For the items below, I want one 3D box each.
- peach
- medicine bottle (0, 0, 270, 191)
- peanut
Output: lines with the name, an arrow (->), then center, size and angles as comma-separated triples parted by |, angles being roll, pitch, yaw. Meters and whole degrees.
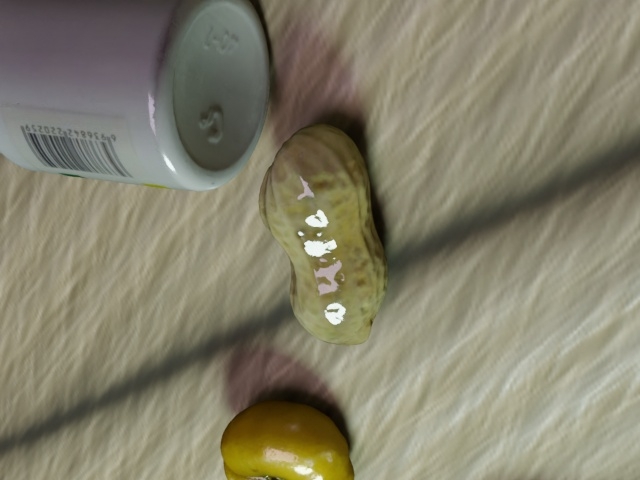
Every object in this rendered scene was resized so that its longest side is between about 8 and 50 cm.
peach -> -0.042, 0.269, 1.850 | 0.179, 0.103, 0.179 | 20, 133, 23
medicine bottle -> -0.242, -0.168, 1.558 | 0.340, 0.208, 0.208 | 8, 128, 29
peanut -> 0.000, 0.000, 1.601 | 0.125, 0.111, 0.274 | 13, 130, 31
